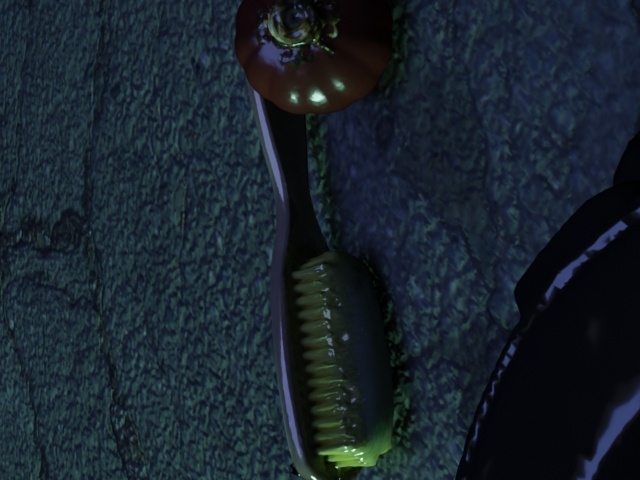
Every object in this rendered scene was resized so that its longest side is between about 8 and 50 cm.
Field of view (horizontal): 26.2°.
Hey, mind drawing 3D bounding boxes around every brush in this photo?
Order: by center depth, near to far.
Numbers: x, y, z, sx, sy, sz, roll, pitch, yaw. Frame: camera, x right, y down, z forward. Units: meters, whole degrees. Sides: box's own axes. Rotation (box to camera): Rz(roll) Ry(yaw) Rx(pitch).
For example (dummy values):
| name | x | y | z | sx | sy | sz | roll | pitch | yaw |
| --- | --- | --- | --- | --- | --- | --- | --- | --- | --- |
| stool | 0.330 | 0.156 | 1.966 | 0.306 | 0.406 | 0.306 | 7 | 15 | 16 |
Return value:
| name | x | y | z | sx | sy | sz | roll | pitch | yaw |
| --- | --- | --- | --- | --- | --- | --- | --- | --- | --- |
| brush | 0.002 | 0.000 | 0.895 | 0.067 | 0.072 | 0.313 | -16 | 77 | 33 |

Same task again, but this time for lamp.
| name | x | y | z | sx | sy | sz | roll | pitch | yaw |
| --- | --- | --- | --- | --- | --- | --- | --- | --- | --- |
| lamp | -0.004 | -0.128 | 0.851 | 0.101 | 0.090 | 0.101 | -1 | 87 | 16 |

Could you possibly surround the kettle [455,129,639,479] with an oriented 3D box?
| name | x | y | z | sx | sy | sz | roll | pitch | yaw |
| --- | --- | --- | --- | --- | --- | --- | --- | --- | --- |
| kettle | 0.191 | 0.089 | 0.369 | 0.262 | 0.308 | 0.203 | 26 | 103 | 52 |
